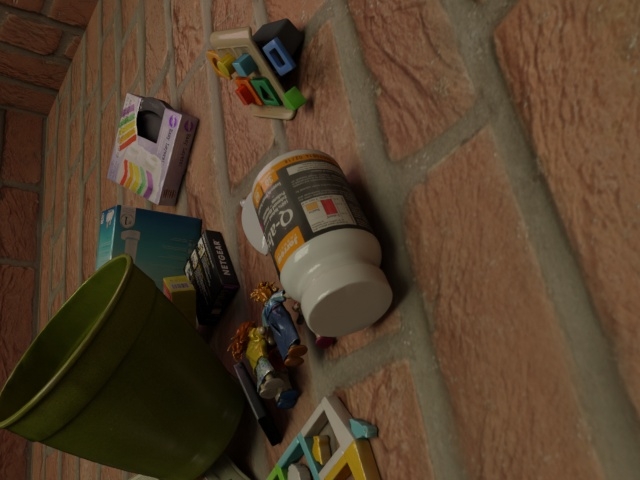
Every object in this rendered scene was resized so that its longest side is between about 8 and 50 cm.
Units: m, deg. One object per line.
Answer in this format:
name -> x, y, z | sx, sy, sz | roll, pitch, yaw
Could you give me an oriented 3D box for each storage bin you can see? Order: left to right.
storage bin -> -0.096, -0.394, 1.295 | 0.091, 0.098, 0.135 | -55, 32, -12

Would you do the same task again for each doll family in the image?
doll family -> -0.081, 0.160, 1.097 | 0.263, 0.118, 0.163 | -59, 39, 28

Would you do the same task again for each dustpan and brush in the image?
dustpan and brush -> -0.127, -0.061, 1.287 | 0.211, 0.060, 0.147 | 23, 100, 48

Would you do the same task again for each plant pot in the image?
plant pot -> -0.344, 0.274, 1.194 | 0.366, 0.353, 0.366 | -39, 25, 21

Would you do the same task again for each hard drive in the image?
hard drive -> -0.115, 0.298, 1.154 | 0.135, 0.022, 0.094 | 52, 165, 47

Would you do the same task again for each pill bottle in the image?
pill bottle -> 0.000, 0.000, 0.984 | 0.162, 0.162, 0.278 | -55, 41, 33

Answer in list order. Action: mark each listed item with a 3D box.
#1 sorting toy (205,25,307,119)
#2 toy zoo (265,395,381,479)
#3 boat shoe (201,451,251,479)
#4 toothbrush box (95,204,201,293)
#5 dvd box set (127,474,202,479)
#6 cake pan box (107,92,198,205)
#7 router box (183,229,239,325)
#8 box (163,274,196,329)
sorting toy -> -0.149, -0.329, 1.282 | 0.047, 0.196, 0.348 | -40, 31, -19
toy zoo -> 0.006, 0.385, 0.994 | 0.293, 0.030, 0.192 | -59, 40, 29
boat shoe -> -0.154, 0.488, 1.181 | 0.233, 0.084, 0.079 | 38, 151, 45
toothbrush box -> -0.422, 0.080, 1.528 | 0.126, 0.216, 0.295 | -11, 74, 55
dvd box set -> -0.337, 0.696, 1.339 | 0.307, 0.062, 0.420 | -39, 51, 29
cake pan box -> -0.464, -0.256, 1.736 | 0.246, 0.070, 0.267 | 27, 105, 31
router box -> -0.251, 0.083, 1.428 | 0.133, 0.046, 0.179 | -56, 41, 30
box -> -0.319, 0.202, 1.433 | 0.087, 0.058, 0.232 | -139, 49, -56
